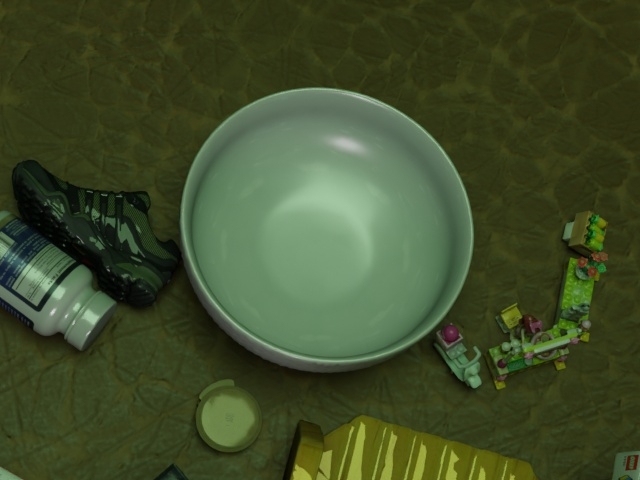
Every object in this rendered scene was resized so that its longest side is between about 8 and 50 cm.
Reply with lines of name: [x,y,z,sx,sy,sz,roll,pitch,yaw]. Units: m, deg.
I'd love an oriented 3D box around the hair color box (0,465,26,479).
hair color box: [-0.363,0.285,1.709,0.141,0.043,0.072,30,69,1]

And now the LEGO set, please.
LEGO set: [0.278,0.076,1.851,0.287,0.107,0.132,-39,81,-19]

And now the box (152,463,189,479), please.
box: [-0.217,0.385,1.633,0.270,0.165,0.143,-39,81,-18]

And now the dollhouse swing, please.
dollhouse swing: [0.126,0.333,1.635,0.347,0.305,0.315,16,70,-2]

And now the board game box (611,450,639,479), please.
board game box: [0.439,0.376,1.740,0.305,0.053,0.193,26,66,-26]

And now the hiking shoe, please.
hiking shoe: [-0.258,-0.025,1.823,0.227,0.086,0.114,42,57,0]

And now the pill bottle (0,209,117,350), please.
pill bottle: [-0.320,0.050,1.770,0.169,0.094,0.094,36,70,4]

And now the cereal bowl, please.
cereal bowl: [0.000,0.000,1.814,0.339,0.141,0.339,3,70,-8]

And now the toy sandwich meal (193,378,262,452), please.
toy sandwich meal: [-0.108,0.204,1.788,0.085,0.029,0.085,3,74,-12]
